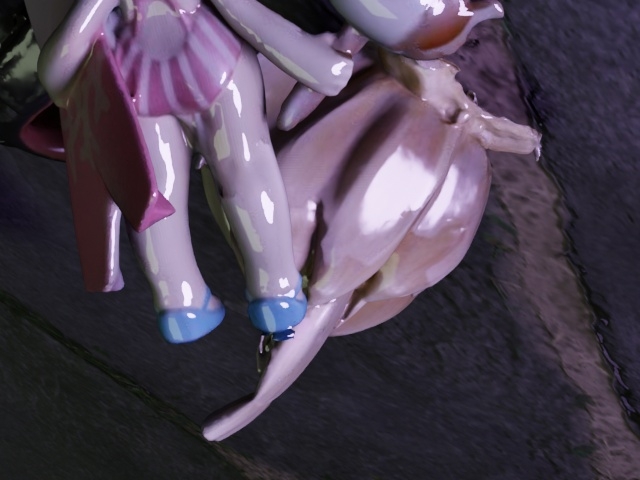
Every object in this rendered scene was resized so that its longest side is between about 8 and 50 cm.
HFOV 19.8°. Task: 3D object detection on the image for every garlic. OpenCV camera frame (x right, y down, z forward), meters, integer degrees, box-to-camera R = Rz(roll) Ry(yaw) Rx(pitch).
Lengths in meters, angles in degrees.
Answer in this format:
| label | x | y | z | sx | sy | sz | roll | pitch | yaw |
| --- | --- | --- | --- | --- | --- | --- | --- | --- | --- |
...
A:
| label | x | y | z | sx | sy | sz | roll | pitch | yaw |
| --- | --- | --- | --- | --- | --- | --- | --- | --- | --- |
| garlic | 0.000 | 0.000 | 0.805 | 0.127 | 0.194 | 0.131 | 29 | -172 | 40 |

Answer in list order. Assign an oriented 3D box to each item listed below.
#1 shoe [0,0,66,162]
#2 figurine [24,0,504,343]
| label | x | y | z | sx | sy | sz | roll | pitch | yaw |
| --- | --- | --- | --- | --- | --- | --- | --- | --- | --- |
| shoe | -0.146 | -0.121 | 0.806 | 0.137 | 0.114 | 0.291 | 23 | 157 | 22 |
| figurine | -0.041 | -0.079 | 0.679 | 0.205 | 0.103 | 0.260 | -2 | 113 | 22 |
